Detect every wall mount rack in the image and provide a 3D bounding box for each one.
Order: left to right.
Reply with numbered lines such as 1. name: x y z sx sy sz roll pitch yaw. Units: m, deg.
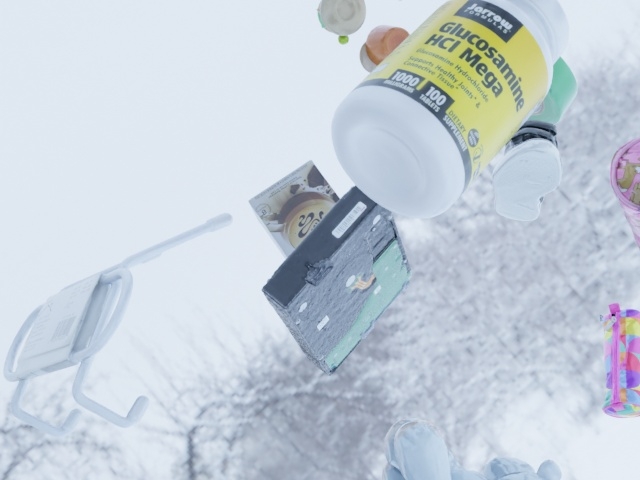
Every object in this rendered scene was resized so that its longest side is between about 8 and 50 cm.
1. wall mount rack: -0.260 0.090 1.353 0.350 0.130 0.304 -19 45 52

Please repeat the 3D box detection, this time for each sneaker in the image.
1. sneaker: 0.336 -0.144 1.732 0.296 0.104 0.147 76 -155 -73

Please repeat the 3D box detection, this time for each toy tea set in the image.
1. toy tea set: 0.056 -0.457 1.881 0.199 0.336 0.124 -10 10 -22

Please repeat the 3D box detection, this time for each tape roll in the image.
1. tape roll: 0.421 -0.385 2.413 0.077 0.321 0.321 -55 -7 -8

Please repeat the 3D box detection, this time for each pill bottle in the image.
1. pill bottle: 0.179 -0.197 1.383 0.334 0.188 0.188 -47 -5 -30

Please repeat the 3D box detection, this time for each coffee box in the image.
1. coffee box: 0.000 0.000 2.273 0.168 0.297 0.119 -34 -26 -5

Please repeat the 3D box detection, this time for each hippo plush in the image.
1. hippo plush: 0.234 0.364 1.570 0.236 0.235 0.294 -7 2 -11

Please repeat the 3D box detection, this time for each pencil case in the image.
1. pencil case: 0.649 0.259 2.295 0.104 0.104 0.237 122 155 -61
2. pencil case: 0.665 -0.056 2.055 0.160 0.167 0.386 -22 -29 15

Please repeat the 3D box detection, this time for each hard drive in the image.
1. hard drive: 0.037 0.069 1.747 0.237 0.064 0.339 -48 -26 -10
